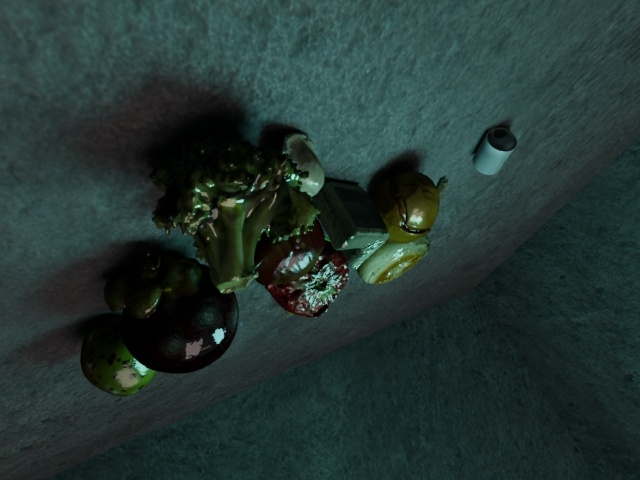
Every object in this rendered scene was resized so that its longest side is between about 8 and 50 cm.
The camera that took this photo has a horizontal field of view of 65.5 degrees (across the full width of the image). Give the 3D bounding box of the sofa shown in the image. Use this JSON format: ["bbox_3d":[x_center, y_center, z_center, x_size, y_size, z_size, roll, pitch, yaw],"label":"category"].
[{"bbox_3d":[0.052,-0.041,1.413,0.176,0.210,0.225,-42,158,32],"label":"sofa"}]

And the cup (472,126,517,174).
[{"bbox_3d":[0.579,-0.295,1.621,0.135,0.099,0.133,-21,156,-17],"label":"cup"}]

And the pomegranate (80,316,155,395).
[{"bbox_3d":[-0.570,0.306,1.470,0.231,0.230,0.286,114,1,-55],"label":"pomegranate"}]

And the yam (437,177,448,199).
[{"bbox_3d":[0.428,-0.177,1.784,0.032,0.032,0.145,-24,158,-11],"label":"yam"}]

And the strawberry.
[{"bbox_3d":[-0.057,0.105,1.603,0.273,0.220,0.275,-7,111,-18],"label":"strawberry"}]

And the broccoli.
[{"bbox_3d":[-0.197,-0.041,0.998,0.293,0.281,0.347,5,151,-39],"label":"broccoli"}]

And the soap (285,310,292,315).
[{"bbox_3d":[-0.047,0.209,1.990,0.231,0.073,0.140,-26,159,-9],"label":"soap"}]

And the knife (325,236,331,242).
[{"bbox_3d":[0.000,0.001,1.680,0.054,0.015,0.212,-33,157,12],"label":"knife"}]

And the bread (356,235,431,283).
[{"bbox_3d":[0.270,0.044,1.903,0.305,0.159,0.306,-21,155,-10],"label":"bread"}]

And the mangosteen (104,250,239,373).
[{"bbox_3d":[-0.374,0.190,1.285,0.329,0.330,0.330,-24,157,-11],"label":"mangosteen"}]

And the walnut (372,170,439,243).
[{"bbox_3d":[0.262,-0.090,1.567,0.208,0.209,0.336,-26,165,-7],"label":"walnut"}]

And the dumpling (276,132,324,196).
[{"bbox_3d":[-0.048,-0.167,1.141,0.118,0.136,0.199,3,137,12],"label":"dumpling"}]

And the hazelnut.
[{"bbox_3d":[-0.104,0.001,1.315,0.229,0.230,0.229,-24,157,-11],"label":"hazelnut"}]
